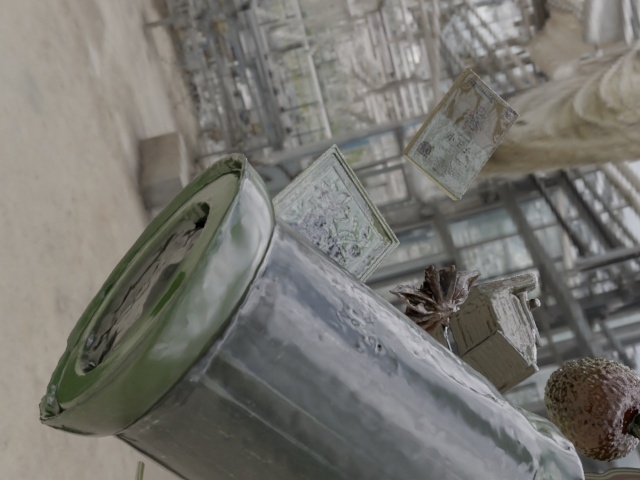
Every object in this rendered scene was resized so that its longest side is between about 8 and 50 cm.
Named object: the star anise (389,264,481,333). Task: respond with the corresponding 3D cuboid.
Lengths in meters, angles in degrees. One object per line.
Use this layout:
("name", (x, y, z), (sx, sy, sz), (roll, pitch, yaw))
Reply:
("star anise", (0.152, 0.071, 1.227), (0.056, 0.129, 0.124), (47, -18, 44))

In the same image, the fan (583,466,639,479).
("fan", (0.332, 0.306, 1.093), (0.132, 0.009, 0.220), (44, -33, -5))

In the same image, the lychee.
("lychee", (0.317, 0.190, 1.098), (0.146, 0.114, 0.114), (26, -41, 48))

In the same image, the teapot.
("teapot", (0.008, 0.113, 0.666), (0.337, 0.200, 0.270), (39, 10, -18))

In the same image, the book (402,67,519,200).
("book", (0.252, -0.189, 1.735), (0.138, 0.199, 0.016), (39, -7, -18))

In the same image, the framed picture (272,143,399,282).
("framed picture", (0.000, 0.000, 1.252), (0.173, 0.010, 0.231), (55, 51, -14))

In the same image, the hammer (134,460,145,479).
("hammer", (-0.224, 0.288, 1.140), (0.195, 0.060, 0.028), (171, -87, -80))

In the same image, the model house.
("model house", (0.254, 0.162, 1.540), (0.122, 0.229, 0.188), (30, 39, -44))
